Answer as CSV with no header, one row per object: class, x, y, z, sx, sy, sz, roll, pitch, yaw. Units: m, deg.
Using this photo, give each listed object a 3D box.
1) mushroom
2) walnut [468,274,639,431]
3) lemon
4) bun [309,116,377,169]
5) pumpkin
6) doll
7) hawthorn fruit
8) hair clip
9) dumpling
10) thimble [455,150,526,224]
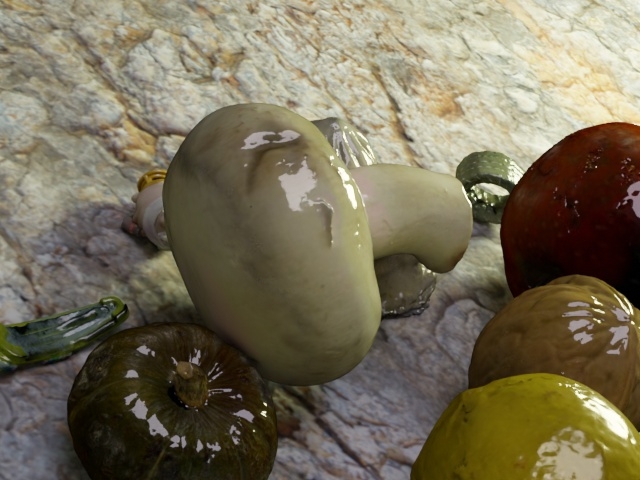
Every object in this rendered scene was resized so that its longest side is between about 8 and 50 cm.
mushroom,-0.033,0.014,1.833,0.356,0.315,0.315,28,22,-55
walnut,0.281,0.149,1.896,0.228,0.228,0.228,16,38,-13
lemon,0.227,0.271,1.701,0.260,0.260,0.284,14,38,-15
bun,0.010,-0.114,2.135,0.138,0.094,0.138,7,35,-5
pumpkin,-0.146,0.169,1.676,0.219,0.162,0.219,14,43,-14
doll,-0.192,-0.024,1.960,0.084,0.073,0.127,-18,43,-1
hawthorn fruit,0.376,0.003,2.077,0.316,0.316,0.316,16,38,-13
hair clip,-0.285,0.098,1.780,0.188,0.033,0.060,-18,53,-39
dumpling,0.074,0.012,2.053,0.166,0.086,0.332,37,43,18
thimble,0.232,-0.067,2.235,0.110,0.084,0.062,31,37,-15
